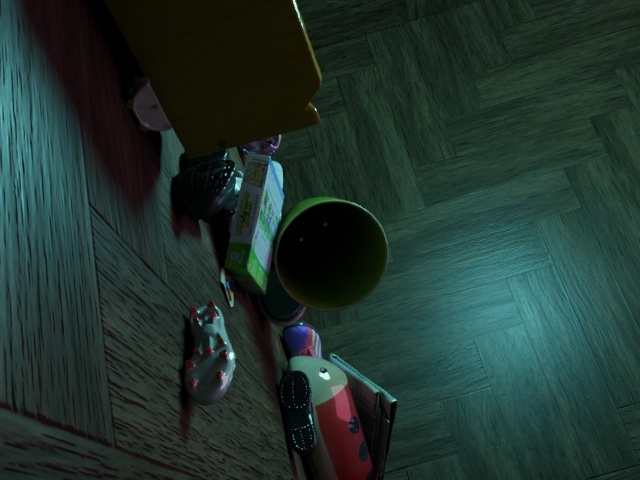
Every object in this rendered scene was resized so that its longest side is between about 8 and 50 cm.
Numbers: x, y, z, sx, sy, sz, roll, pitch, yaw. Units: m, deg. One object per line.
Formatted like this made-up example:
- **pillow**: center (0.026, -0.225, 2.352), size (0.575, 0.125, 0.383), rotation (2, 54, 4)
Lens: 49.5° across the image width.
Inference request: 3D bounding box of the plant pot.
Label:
- **plant pot**: center (0.000, 0.000, 1.766), size (0.293, 0.274, 0.275), rotation (-125, -162, -70)

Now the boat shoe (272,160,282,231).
- **boat shoe**: center (-0.171, -0.132, 1.949), size (0.335, 0.119, 0.121), rotation (-99, -161, -57)

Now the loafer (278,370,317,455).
- **loafer**: center (-0.055, 0.412, 1.639), size (0.078, 0.080, 0.220), rotation (87, -4, -49)

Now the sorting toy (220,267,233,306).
- **sorting toy**: center (-0.181, 0.084, 1.358), size (0.083, 0.012, 0.062), rotation (-103, 176, -61)

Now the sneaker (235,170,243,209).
- **sneaker**: center (-0.191, -0.119, 1.627), size (0.258, 0.094, 0.091), rotation (-92, 168, -86)

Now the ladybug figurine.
- **ladybug figurine**: center (0.031, 0.516, 1.875), size (0.305, 0.161, 0.450), rotation (-101, 175, -80)

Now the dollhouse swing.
- **dollhouse swing**: center (-0.179, -0.368, 1.082), size (0.305, 0.314, 0.347), rotation (-91, 163, -47)

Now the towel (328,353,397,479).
- **towel**: center (0.093, 0.536, 2.036), size (0.324, 0.056, 0.313), rotation (26, -69, 53)

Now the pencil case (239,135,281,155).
- **pencil case**: center (-0.229, -0.428, 2.460), size (0.386, 0.160, 0.167), rotation (-105, -152, -62)

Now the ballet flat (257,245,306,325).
- **ballet flat**: center (-0.114, 0.106, 1.871), size (0.400, 0.139, 0.139), rotation (-106, 179, -47)

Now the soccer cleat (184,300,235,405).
- **soccer cleat**: center (-0.144, 0.159, 0.929), size (0.196, 0.068, 0.076), rotation (-109, -175, -60)

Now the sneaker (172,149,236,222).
- **sneaker**: center (-0.188, -0.083, 1.226), size (0.286, 0.108, 0.130), rotation (-98, 178, -68)

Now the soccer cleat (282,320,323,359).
- **soccer cleat**: center (-0.040, 0.363, 2.091), size (0.318, 0.108, 0.117), rotation (76, 3, -48)

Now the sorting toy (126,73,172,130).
- **sorting toy**: center (-0.260, -0.207, 1.021), size (0.083, 0.044, 0.075), rotation (70, -5, -45)

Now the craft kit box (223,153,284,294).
- **craft kit box**: center (-0.137, -0.027, 1.502), size (0.250, 0.060, 0.247), rotation (76, 20, -74)
